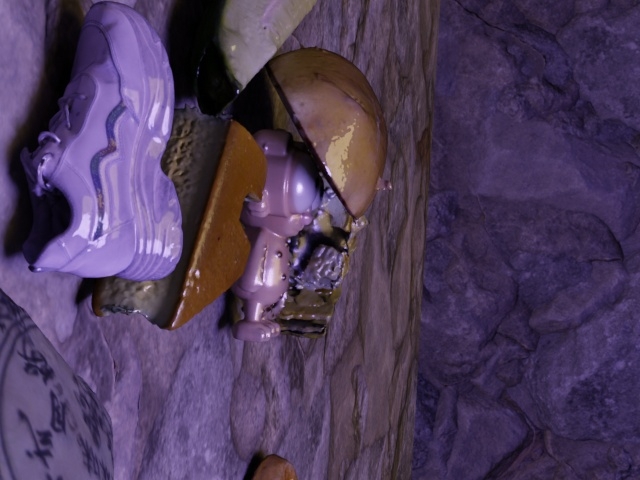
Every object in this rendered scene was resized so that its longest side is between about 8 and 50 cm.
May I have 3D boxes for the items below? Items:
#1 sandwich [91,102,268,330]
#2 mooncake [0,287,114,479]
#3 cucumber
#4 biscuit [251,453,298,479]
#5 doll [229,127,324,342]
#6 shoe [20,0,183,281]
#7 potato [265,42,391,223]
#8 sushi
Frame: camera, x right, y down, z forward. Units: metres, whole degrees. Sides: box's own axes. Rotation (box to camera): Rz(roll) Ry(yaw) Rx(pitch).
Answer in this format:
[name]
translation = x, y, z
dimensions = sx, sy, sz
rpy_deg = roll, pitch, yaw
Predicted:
[sandwich]
translation = -0.143, -0.013, 0.954
dimensions = 0.128, 0.122, 0.236
rpy_deg = 57, 42, -60
[mooncake]
translation = -0.208, 0.141, 0.583
dimensions = 0.254, 0.136, 0.250
rpy_deg = 71, 0, -53
[cucumber]
translation = -0.088, -0.253, 1.121
dimensions = 0.105, 0.145, 0.325
rpy_deg = 40, 41, -13
[biscuit]
translation = -0.094, 0.494, 1.365
dimensions = 0.344, 0.057, 0.287
rpy_deg = -67, 156, -50
[doll]
translation = -0.065, -0.007, 1.242
dimensions = 0.154, 0.119, 0.278
rpy_deg = -39, 136, -74
[shoe]
translation = -0.196, -0.082, 0.810
dimensions = 0.137, 0.095, 0.245
rpy_deg = -7, 93, -53
[potato]
translation = 0.028, -0.148, 1.242
dimensions = 0.299, 0.116, 0.239
rpy_deg = -96, 161, -78
[sushi]
translation = 0.000, 0.001, 1.405
dimensions = 0.131, 0.139, 0.291
rpy_deg = 95, 4, -73
